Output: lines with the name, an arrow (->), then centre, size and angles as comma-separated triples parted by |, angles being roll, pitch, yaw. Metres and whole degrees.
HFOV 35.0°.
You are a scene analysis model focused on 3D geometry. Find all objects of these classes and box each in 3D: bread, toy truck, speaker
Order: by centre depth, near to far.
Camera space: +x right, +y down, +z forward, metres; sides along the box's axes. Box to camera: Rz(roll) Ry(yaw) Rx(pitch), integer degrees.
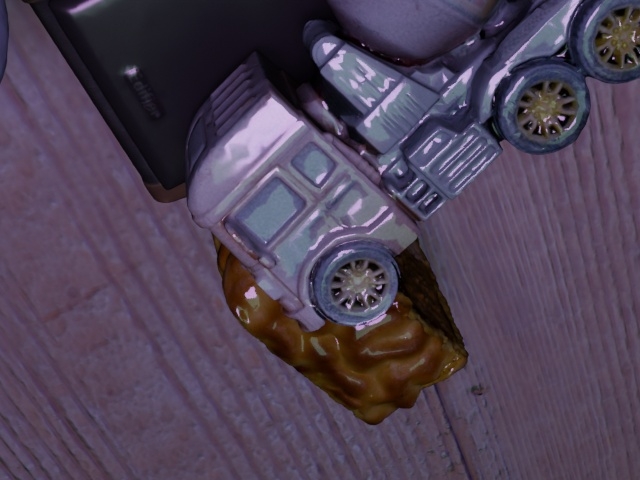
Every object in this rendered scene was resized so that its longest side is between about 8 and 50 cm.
toy truck -> 0.039, -0.090, 0.467 | 0.257, 0.108, 0.140 | -44, 113, 12
speaker -> -0.036, -0.162, 0.573 | 0.231, 0.192, 0.153 | -26, 127, 2
bread -> 0.000, 0.000, 0.676 | 0.096, 0.222, 0.181 | -37, 128, 16

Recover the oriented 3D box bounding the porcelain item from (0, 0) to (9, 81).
porcelain item -> -0.186, -0.266, 0.372 | 0.242, 0.178, 0.405 | -3, 105, -60
